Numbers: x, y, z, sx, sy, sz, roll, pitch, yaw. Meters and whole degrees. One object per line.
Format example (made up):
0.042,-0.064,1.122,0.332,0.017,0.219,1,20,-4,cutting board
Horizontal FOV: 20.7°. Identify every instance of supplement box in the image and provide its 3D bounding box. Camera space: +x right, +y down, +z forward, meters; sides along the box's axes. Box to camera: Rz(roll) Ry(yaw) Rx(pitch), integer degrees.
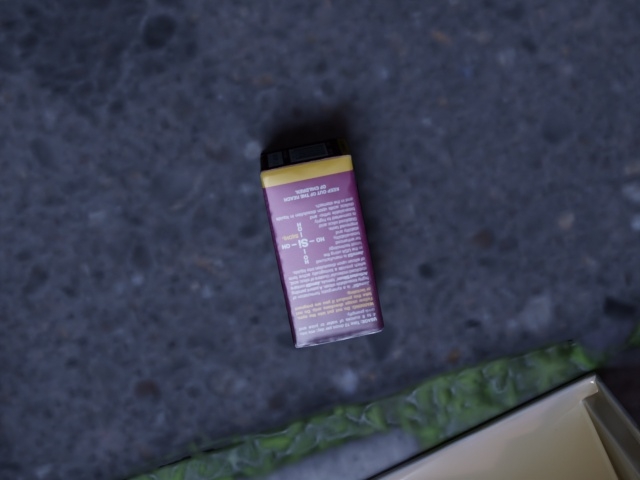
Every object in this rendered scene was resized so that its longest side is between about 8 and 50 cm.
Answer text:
0.000,0.000,0.801,0.043,0.055,0.083,-12,101,-1,supplement box

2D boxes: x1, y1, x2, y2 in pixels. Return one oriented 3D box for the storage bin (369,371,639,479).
0.053,0.204,0.742,0.262,0.260,0.123,-25,105,1,storage bin
